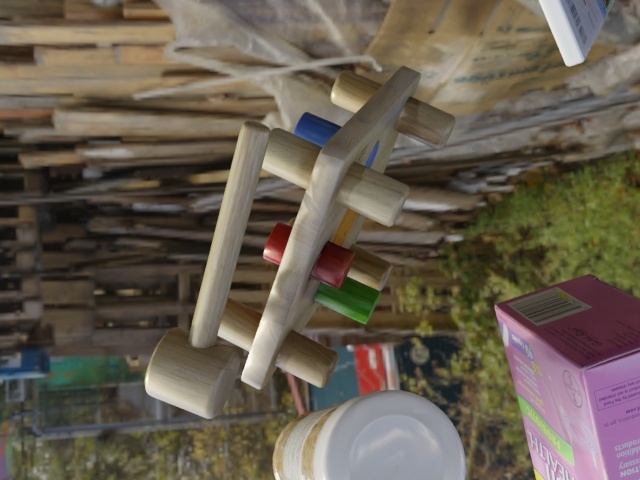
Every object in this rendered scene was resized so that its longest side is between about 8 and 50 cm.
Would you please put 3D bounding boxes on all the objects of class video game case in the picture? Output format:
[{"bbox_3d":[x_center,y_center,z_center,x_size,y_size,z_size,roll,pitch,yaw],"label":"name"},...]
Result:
[{"bbox_3d":[0.134,-0.157,0.458,0.011,0.087,0.122,-13,-153,38],"label":"video game case"}]

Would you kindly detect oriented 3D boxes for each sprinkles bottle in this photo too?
[{"bbox_3d":[0.030,0.219,0.847,0.121,0.121,0.355,-2,167,-11],"label":"sprinkles bottle"}]

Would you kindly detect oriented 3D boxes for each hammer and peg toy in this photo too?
[{"bbox_3d":[0.000,0.000,0.762,0.127,0.266,0.361,25,-149,8],"label":"hammer and peg toy"}]

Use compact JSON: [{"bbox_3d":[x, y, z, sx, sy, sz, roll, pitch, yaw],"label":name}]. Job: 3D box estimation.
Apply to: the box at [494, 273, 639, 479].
[{"bbox_3d":[0.287,0.182,0.850,0.117,0.243,0.213,-18,-167,-5],"label":"box"}]
